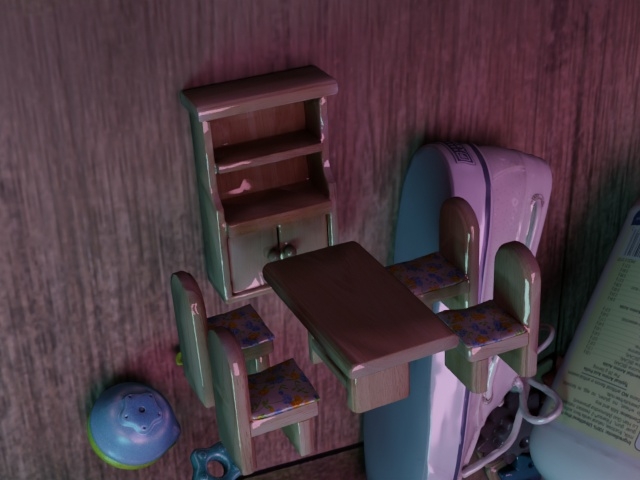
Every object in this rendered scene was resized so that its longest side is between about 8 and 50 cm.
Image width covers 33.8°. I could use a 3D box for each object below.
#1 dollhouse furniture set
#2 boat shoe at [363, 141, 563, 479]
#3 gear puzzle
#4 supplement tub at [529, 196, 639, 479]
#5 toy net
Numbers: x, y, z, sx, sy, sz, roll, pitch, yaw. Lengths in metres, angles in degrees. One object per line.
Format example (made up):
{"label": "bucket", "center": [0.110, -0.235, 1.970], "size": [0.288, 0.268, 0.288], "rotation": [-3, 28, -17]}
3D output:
{"label": "dollhouse furniture set", "center": [0.000, 0.000, 0.714], "size": [0.212, 0.242, 0.161], "rotation": [-15, 120, -20]}
{"label": "boat shoe", "center": [0.137, 0.095, 0.904], "size": [0.157, 0.136, 0.367], "rotation": [0, 106, -21]}
{"label": "gear puzzle", "center": [0.311, 0.152, 1.071], "size": [0.339, 0.044, 0.175], "rotation": [-32, 125, -9]}
{"label": "supplement tub", "center": [0.326, 0.140, 0.915], "size": [0.235, 0.235, 0.324], "rotation": [27, 86, -35]}
{"label": "toy net", "center": [-0.075, 0.192, 0.812], "size": [0.122, 0.232, 0.045], "rotation": [-28, 166, -34]}
